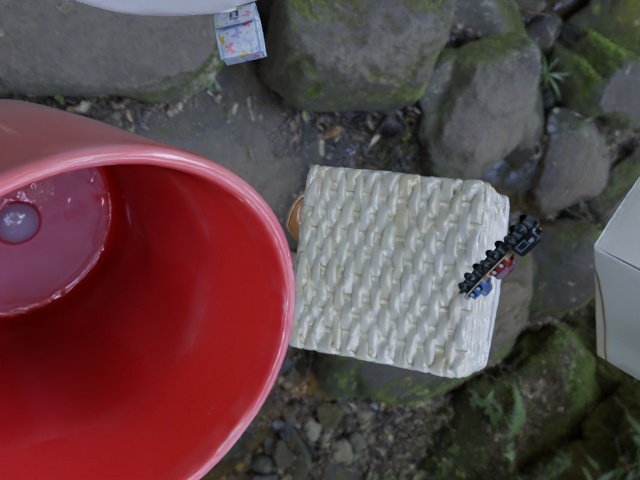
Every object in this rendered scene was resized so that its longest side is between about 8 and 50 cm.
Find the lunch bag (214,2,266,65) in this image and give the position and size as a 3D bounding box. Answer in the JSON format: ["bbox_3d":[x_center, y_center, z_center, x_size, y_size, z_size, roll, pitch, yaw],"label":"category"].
[{"bbox_3d":[-0.129,-0.328,1.080,0.071,0.083,0.053,-9,177,7],"label":"lunch bag"}]

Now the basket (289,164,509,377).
[{"bbox_3d":[0.135,0.054,1.182,0.266,0.328,0.332,8,90,-70],"label":"basket"}]

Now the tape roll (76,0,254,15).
[{"bbox_3d":[-0.088,-0.272,0.392,0.246,0.169,0.246,-14,167,-3],"label":"tape roll"}]

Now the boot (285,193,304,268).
[{"bbox_3d":[0.000,0.000,1.544,0.073,0.152,0.197,-32,133,-43],"label":"boot"}]

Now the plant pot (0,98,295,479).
[{"bbox_3d":[-0.191,0.028,0.476,0.274,0.243,0.275,-19,125,-30],"label":"plant pot"}]

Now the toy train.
[{"bbox_3d":[0.204,0.025,0.779,0.027,0.036,0.158,-51,175,-37],"label":"toy train"}]

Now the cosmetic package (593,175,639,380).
[{"bbox_3d":[0.388,0.042,0.742,0.160,0.113,0.309,-51,145,-11],"label":"cosmetic package"}]
